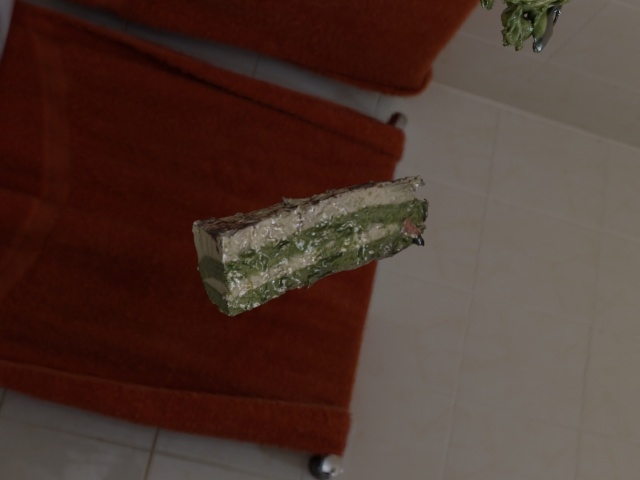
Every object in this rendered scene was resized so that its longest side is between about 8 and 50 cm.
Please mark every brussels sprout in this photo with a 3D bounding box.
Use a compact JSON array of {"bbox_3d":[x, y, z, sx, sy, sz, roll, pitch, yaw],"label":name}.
[{"bbox_3d":[0.120,-0.149,0.456,0.085,0.058,0.085,-40,139,-47],"label":"brussels sprout"}]

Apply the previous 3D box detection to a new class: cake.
[{"bbox_3d":[0.000,0.000,0.441,0.055,0.140,0.051,-127,-156,-71],"label":"cake"}]
